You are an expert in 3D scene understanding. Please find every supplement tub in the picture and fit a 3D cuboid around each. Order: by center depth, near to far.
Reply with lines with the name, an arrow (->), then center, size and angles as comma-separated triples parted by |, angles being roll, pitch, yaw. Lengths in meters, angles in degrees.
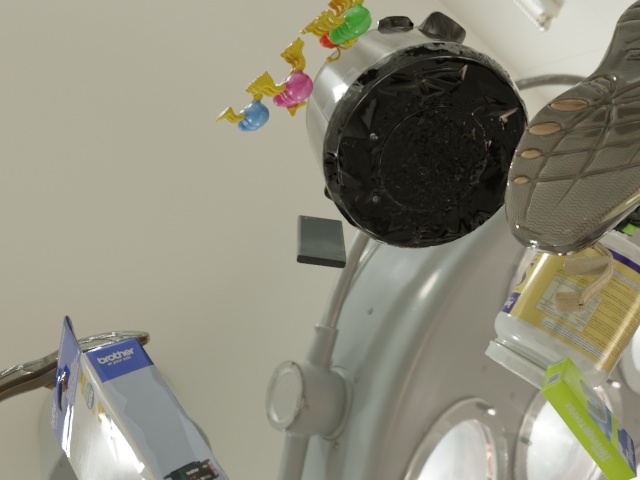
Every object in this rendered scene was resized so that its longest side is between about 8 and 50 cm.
supplement tub -> 0.524, 0.156, 1.049 | 0.241, 0.241, 0.331 | 34, -92, -27

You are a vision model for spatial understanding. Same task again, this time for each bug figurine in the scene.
bug figurine -> -0.022, -0.249, 0.705 | 0.072, 0.216, 0.279 | 45, -98, -18

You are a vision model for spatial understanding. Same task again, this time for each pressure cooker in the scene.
pressure cooker -> 0.159, -0.230, 0.985 | 0.370, 0.420, 0.375 | -19, -60, 0

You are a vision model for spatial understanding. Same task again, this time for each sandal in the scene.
sandal -> -0.331, 0.174, 0.652 | 0.219, 0.090, 0.060 | -23, -78, -26

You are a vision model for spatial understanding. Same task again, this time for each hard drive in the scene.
hard drive -> 0.000, 0.000, 0.987 | 0.094, 0.135, 0.022 | 7, -54, -8

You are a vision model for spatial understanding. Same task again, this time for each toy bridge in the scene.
toy bridge -> 0.388, 0.037, 0.721 | 0.188, 0.063, 0.026 | -46, -59, -44

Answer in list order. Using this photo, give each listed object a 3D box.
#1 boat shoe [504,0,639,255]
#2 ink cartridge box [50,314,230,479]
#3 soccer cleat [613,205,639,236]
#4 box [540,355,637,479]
boat shoe -> 0.312, -0.105, 0.495 | 0.355, 0.132, 0.130 | -46, -46, -17
ink cartridge box -> -0.161, 0.228, 0.463 | 0.065, 0.311, 0.185 | -17, -40, -46
soccer cleat -> 0.452, -0.043, 0.765 | 0.179, 0.060, 0.072 | 2, -126, -22
box -> 0.409, 0.274, 0.747 | 0.178, 0.042, 0.109 | 55, -151, 11
